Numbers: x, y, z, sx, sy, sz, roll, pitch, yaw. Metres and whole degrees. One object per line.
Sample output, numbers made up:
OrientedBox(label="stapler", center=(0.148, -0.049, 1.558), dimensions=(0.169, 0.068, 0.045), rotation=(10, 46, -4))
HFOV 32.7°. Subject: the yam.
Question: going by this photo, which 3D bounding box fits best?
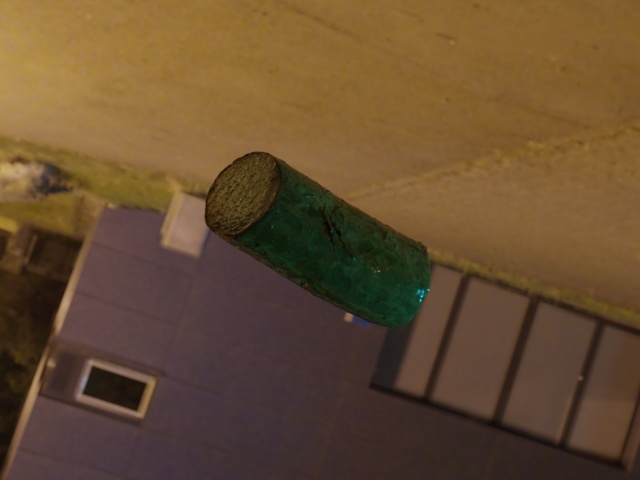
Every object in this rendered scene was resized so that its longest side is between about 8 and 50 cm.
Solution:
OrientedBox(label="yam", center=(0.000, 0.000, 0.450), dimensions=(0.094, 0.043, 0.043), rotation=(31, 170, -20))
